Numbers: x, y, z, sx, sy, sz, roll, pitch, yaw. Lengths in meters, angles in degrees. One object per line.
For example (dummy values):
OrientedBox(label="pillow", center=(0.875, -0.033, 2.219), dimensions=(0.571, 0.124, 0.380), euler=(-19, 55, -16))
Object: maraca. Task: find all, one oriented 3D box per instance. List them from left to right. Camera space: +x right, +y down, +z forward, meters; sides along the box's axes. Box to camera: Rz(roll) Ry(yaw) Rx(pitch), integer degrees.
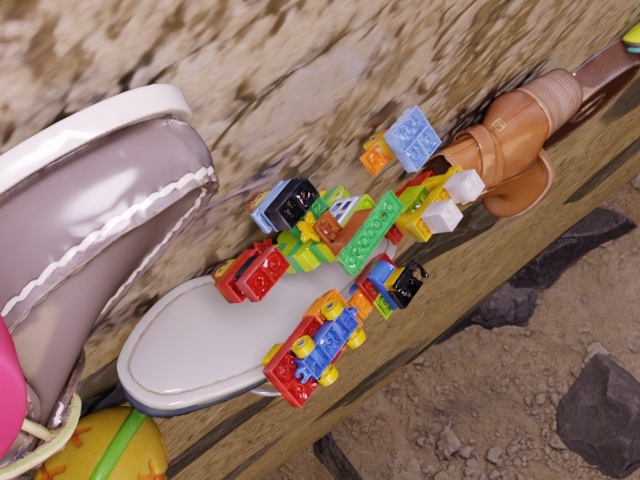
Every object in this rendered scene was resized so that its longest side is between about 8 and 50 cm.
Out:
OrientedBox(label="maraca", center=(-0.166, 0.178, 0.859), dimensions=(0.185, 0.099, 0.127), euler=(-62, -176, -29))

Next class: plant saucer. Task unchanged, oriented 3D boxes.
OrientedBox(label="plant saucer", center=(0.264, -0.142, 1.095), dimensions=(0.168, 0.029, 0.168), euler=(-36, 169, -8))

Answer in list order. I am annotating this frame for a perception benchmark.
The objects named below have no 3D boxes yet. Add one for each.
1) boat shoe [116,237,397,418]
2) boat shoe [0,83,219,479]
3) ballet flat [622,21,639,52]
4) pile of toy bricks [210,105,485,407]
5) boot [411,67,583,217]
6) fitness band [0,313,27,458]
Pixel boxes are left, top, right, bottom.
OrientedBox(label="boat shoe", center=(-0.044, 0.056, 0.763), dimensions=(0.254, 0.095, 0.079), euler=(-40, 162, -43))
OrientedBox(label="boat shoe", center=(-0.157, 0.070, 0.435), dimensions=(0.324, 0.096, 0.116), euler=(-40, 168, 7))
OrientedBox(label="ballet flat", center=(0.392, -0.218, 1.040), dimensions=(0.231, 0.077, 0.077), euler=(-3, -167, -20))
OrientedBox(label="pile of toy bricks", center=(0.000, 0.000, 0.703), dimensions=(0.105, 0.118, 0.212), euler=(-8, -144, 52))
OrientedBox(label="boot", center=(0.137, -0.056, 0.937), dimensions=(0.152, 0.073, 0.197), euler=(-34, 156, -25))
OrientedBox(label="fitness band", center=(-0.198, 0.051, 0.242), dimensions=(0.209, 0.054, 0.291), euler=(-38, 156, 11))
